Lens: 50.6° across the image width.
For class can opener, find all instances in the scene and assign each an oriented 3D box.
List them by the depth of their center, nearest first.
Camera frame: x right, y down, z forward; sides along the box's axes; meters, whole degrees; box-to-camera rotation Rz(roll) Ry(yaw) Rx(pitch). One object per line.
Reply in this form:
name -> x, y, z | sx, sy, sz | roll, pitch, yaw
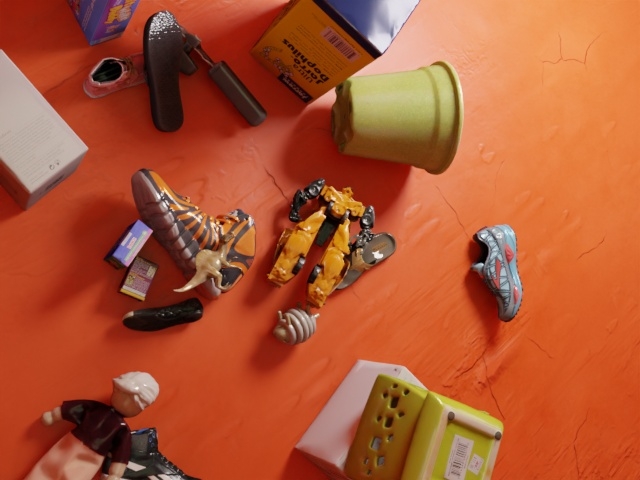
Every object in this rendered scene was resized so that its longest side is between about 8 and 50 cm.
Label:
can opener -> -0.243, -0.362, 1.534 | 0.095, 0.076, 0.283 | -38, 103, 8

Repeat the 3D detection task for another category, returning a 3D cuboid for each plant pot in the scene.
plant pot -> 0.218, 0.415, 1.352 | 0.227, 0.207, 0.228 | 27, 74, -23
plant pot -> 0.167, -0.296, 1.628 | 0.254, 0.276, 0.276 | -1, 84, -15

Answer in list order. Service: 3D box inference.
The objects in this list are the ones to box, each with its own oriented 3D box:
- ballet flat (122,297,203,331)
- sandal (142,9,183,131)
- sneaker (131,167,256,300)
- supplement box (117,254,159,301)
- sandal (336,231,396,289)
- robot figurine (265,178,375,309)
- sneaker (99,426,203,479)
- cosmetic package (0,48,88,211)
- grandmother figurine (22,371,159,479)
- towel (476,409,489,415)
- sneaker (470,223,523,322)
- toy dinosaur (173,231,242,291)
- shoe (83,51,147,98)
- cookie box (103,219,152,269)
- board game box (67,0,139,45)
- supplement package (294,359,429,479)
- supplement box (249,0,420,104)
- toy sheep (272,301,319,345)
ballet flat -> -0.334, 0.157, 1.436 | 0.173, 0.057, 0.049 | -5, 46, -28
sandal -> -0.346, -0.361, 1.452 | 0.097, 0.055, 0.254 | -14, 110, -52
sneaker -> -0.260, -0.044, 1.460 | 0.180, 0.125, 0.321 | -41, 113, -28
supplement box -> -0.381, 0.079, 1.415 | 0.055, 0.043, 0.083 | 27, 74, -21
sandal -> 0.107, 0.044, 1.650 | 0.219, 0.060, 0.090 | -26, 95, -25
robot figurine -> 0.000, 0.000, 1.577 | 0.211, 0.085, 0.291 | 30, 72, -4
sneaker -> -0.326, 0.447, 1.379 | 0.217, 0.079, 0.121 | 18, 77, -23
cosmetic package -> -0.569, -0.195, 1.254 | 0.138, 0.224, 0.224 | -46, 104, -23
grandmother figurine -> -0.450, 0.391, 1.306 | 0.208, 0.104, 0.342 | 40, 70, 5
towel -> 0.329, 0.476, 1.730 | 0.237, 0.021, 0.102 | 13, 77, -24
sneaker -> 0.459, 0.090, 1.814 | 0.125, 0.104, 0.261 | -3, 81, -9
toy dinosaur -> -0.224, 0.066, 1.391 | 0.092, 0.053, 0.183 | 44, 59, -11
shoe -> -0.413, -0.359, 1.430 | 0.178, 0.081, 0.063 | -33, 99, -25
cookie box -> -0.393, 0.011, 1.382 | 0.040, 0.107, 0.091 | 38, 70, -17
board game box -> -0.434, -0.550, 1.295 | 0.078, 0.347, 0.233 | -29, 98, -27
supplement package -> 0.106, 0.420, 1.525 | 0.145, 0.204, 0.262 | 47, 67, -16
supplement box -> 0.023, -0.478, 1.505 | 0.195, 0.356, 0.194 | 39, 69, -17
toy sheep -> -0.053, 0.191, 1.542 | 0.132, 0.091, 0.091 | -20, 93, -32
